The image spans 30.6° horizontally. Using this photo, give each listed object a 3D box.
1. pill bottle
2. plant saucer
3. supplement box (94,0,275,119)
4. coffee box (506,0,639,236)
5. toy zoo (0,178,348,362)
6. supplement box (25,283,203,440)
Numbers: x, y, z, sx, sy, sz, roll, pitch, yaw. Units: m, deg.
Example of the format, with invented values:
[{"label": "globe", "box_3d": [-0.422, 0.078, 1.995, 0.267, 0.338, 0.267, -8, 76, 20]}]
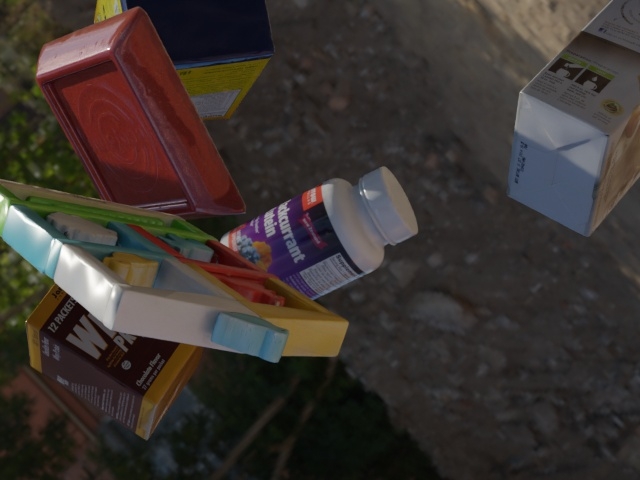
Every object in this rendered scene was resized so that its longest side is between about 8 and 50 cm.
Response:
[{"label": "pill bottle", "box_3d": [0.000, 0.000, 1.235, 0.108, 0.193, 0.108, 56, -163, -26]}, {"label": "plant saucer", "box_3d": [-0.228, -0.125, 1.376, 0.258, 0.048, 0.259, -4, 119, 52]}, {"label": "supplement box", "box_3d": [-0.211, -0.303, 1.713, 0.356, 0.194, 0.195, 148, 112, -72]}, {"label": "coffee box", "box_3d": [0.293, -0.141, 1.149, 0.098, 0.246, 0.141, 30, 147, 25]}, {"label": "toy zoo", "box_3d": [-0.112, 0.024, 0.850, 0.192, 0.030, 0.293, 11, -168, -41]}, {"label": "supplement box", "box_3d": [-0.268, 0.139, 1.542, 0.194, 0.129, 0.191, 32, 155, 3]}]
